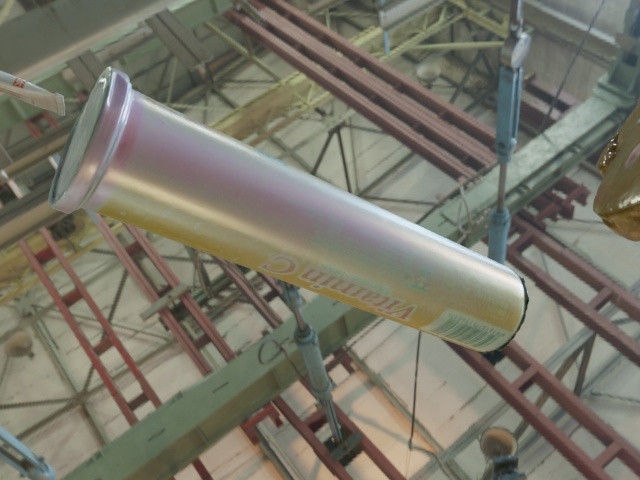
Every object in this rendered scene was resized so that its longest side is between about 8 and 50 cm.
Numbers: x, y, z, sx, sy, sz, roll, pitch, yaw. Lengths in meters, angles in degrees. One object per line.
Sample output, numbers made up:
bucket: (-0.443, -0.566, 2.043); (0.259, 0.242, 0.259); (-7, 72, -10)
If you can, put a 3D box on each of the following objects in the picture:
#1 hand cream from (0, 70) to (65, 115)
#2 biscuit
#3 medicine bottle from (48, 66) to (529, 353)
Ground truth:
hand cream: (-0.405, -0.196, 0.775); (0.216, 0.038, 0.052); (21, -167, -14)
biscuit: (0.224, -0.085, 0.387); (0.035, 0.184, 0.249); (39, -132, 2)
medicine bottle: (0.000, 0.000, 0.571); (0.108, 0.426, 0.108); (-37, -139, 41)
